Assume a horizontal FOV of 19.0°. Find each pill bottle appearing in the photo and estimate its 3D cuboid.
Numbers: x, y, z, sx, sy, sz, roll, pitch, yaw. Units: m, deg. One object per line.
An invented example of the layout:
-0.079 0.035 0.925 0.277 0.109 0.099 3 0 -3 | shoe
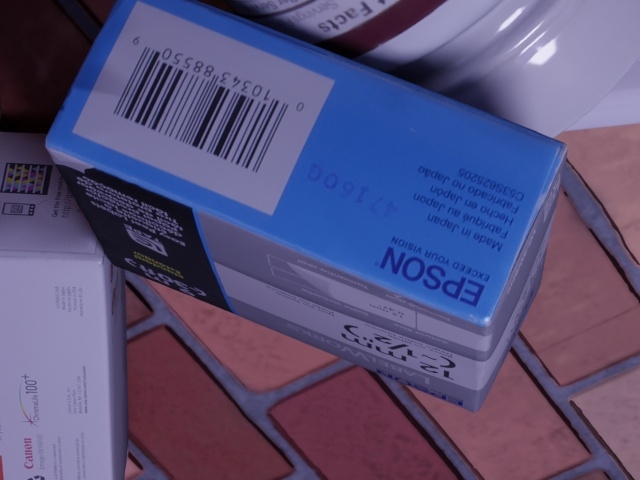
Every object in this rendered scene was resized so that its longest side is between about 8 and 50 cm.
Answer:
0.004 -0.230 1.019 0.224 0.224 0.392 -33 121 23 | pill bottle

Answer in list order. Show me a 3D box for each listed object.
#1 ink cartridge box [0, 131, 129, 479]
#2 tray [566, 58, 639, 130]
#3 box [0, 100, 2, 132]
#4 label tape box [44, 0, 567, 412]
-0.272 0.078 1.305 0.271 0.130 0.309 3 132 -2 | ink cartridge box
0.236 -0.109 1.201 0.270 0.030 0.145 -6 166 5 | tray
-0.309 -0.136 1.220 0.201 0.021 0.164 2 128 0 | box
0.000 0.000 1.120 0.249 0.115 0.348 22 164 9 | label tape box
